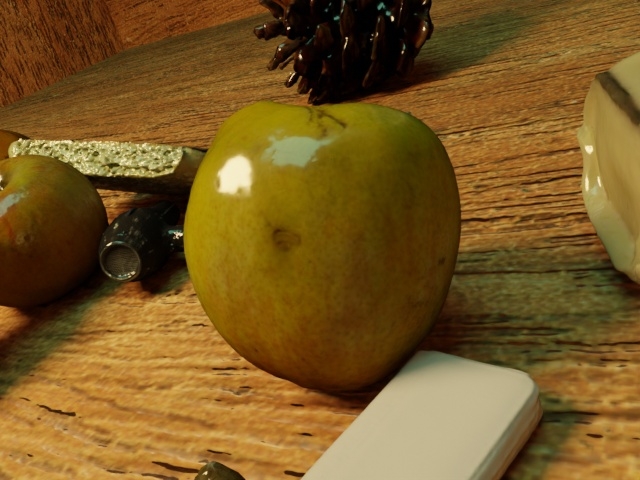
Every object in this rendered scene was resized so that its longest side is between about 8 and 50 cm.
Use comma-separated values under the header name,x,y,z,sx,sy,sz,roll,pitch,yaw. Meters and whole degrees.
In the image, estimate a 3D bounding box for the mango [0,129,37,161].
name,x,y,z,sx,sy,sz,roll,pitch,yaw
mango,-0.549,-0.111,1.140,0.201,0.152,0.287,-26,25,-7

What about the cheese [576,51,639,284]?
name,x,y,z,sx,sy,sz,roll,pitch,yaw
cheese,0.299,-0.059,0.450,0.233,0.127,0.266,-12,28,10

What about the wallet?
name,x,y,z,sx,sy,sz,roll,pitch,yaw
wallet,0.039,0.127,0.365,0.095,0.033,0.190,4,33,44

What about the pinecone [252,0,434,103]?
name,x,y,z,sx,sy,sz,roll,pitch,yaw
pinecone,0.036,-0.364,1.128,0.296,0.242,0.298,-16,30,2

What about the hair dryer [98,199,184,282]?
name,x,y,z,sx,sy,sz,roll,pitch,yaw
hair dryer,-0.119,-0.014,0.761,0.219,0.075,0.195,-6,17,5

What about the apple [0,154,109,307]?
name,x,y,z,sx,sy,sz,roll,pitch,yaw
apple,-0.325,-0.006,0.770,0.183,0.155,0.182,-8,38,7

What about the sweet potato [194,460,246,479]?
name,x,y,z,sx,sy,sz,roll,pitch,yaw
sweet potato,0.036,0.172,0.199,0.310,0.098,0.124,9,38,40

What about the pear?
name,x,y,z,sx,sy,sz,roll,pitch,yaw
pear,0.000,0.000,0.481,0.200,0.200,0.200,-16,25,8

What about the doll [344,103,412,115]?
name,x,y,z,sx,sy,sz,roll,pitch,yaw
doll,0.020,-0.130,0.866,0.195,0.070,0.096,-16,8,17

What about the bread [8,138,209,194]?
name,x,y,z,sx,sy,sz,roll,pitch,yaw
bread,-0.244,-0.092,0.906,0.287,0.056,0.207,5,-1,19
